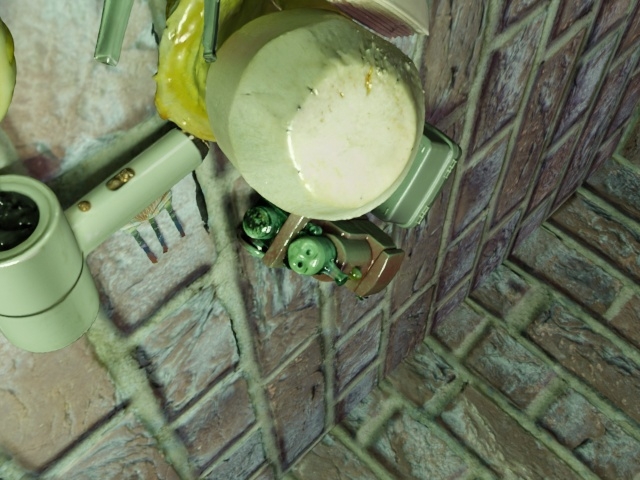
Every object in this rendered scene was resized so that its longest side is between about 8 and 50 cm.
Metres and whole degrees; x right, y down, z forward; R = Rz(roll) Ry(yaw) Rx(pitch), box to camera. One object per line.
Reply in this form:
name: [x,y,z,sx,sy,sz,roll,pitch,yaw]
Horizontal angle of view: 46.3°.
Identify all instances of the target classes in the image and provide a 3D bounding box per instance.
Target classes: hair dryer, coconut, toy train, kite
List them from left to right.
hair dryer: [-0.263,-0.041,0.917,0.362,0.128,0.203,-44,155,-26]
kite: [-0.241,-0.040,1.076,0.127,0.016,0.229,-40,155,-14]
coconut: [-0.009,-0.142,0.812,0.241,0.241,0.241,-39,155,-23]
toy train: [0.000,0.000,1.302,0.150,0.221,0.304,-57,156,17]

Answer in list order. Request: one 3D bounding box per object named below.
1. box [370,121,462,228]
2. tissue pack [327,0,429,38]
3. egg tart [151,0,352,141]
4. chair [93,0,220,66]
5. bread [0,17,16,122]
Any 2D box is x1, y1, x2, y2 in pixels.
box: [0.172,-0.136,1.506,0.129,0.148,0.210,3,122,-52]
tissue pack: [0.060,-0.393,0.789,0.170,0.071,0.325,-1,91,-64]
egg tart: [-0.086,-0.262,0.887,0.315,0.120,0.315,-37,153,-23]
chair: [-0.140,-0.309,0.648,0.203,0.191,0.274,23,77,-67]
bread: [-0.356,-0.135,0.601,0.213,0.104,0.213,-31,151,-19]
